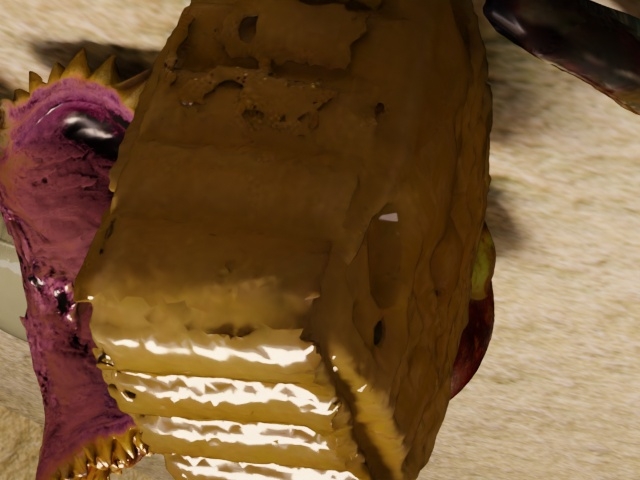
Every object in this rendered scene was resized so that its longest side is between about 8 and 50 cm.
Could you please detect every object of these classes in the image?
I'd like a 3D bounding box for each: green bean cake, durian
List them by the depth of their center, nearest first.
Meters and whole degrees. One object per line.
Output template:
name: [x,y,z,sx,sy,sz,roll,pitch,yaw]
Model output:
green bean cake: [0.000,0.000,0.629,0.131,0.224,0.229,9,149,18]
durian: [-0.100,0.008,0.837,0.154,0.260,0.186,-22,166,12]

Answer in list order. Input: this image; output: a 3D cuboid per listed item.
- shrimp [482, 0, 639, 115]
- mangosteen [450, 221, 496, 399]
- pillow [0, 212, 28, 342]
shrimp: [0.143,-0.075,0.476,0.365,0.071,0.233,16,170,-27]
mangosteen: [0.046,0.032,0.838,0.146,0.156,0.181,50,144,-1]
pillow: [-0.157,0.044,1.134,0.322,0.120,0.255,18,163,7]
